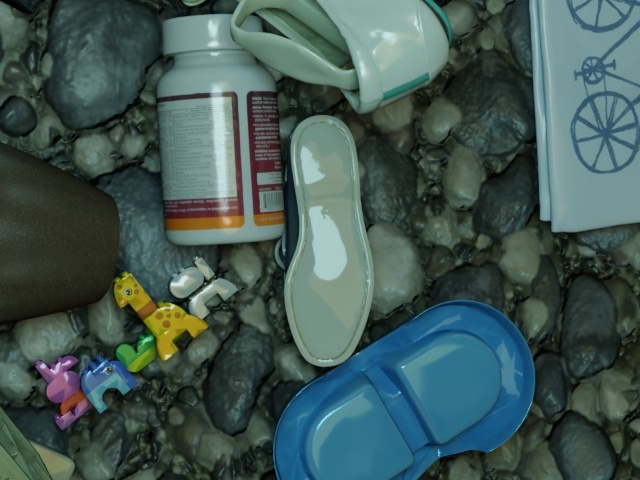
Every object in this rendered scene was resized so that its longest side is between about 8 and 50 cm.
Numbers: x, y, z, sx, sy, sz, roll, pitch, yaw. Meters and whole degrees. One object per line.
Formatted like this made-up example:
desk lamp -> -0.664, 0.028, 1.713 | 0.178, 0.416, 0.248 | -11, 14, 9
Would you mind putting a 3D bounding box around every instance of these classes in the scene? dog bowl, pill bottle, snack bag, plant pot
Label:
dog bowl -> 0.080, 0.177, 1.556 | 0.297, 0.074, 0.166 | -32, 99, -11
pill bottle -> -0.101, -0.108, 1.474 | 0.121, 0.121, 0.221 | -4, 92, -14
snack bag -> 0.391, -0.184, 1.639 | 0.343, 0.037, 0.323 | -6, 94, -17
plant pot -> -0.315, -0.006, 1.399 | 0.230, 0.215, 0.215 | 7, 90, -27

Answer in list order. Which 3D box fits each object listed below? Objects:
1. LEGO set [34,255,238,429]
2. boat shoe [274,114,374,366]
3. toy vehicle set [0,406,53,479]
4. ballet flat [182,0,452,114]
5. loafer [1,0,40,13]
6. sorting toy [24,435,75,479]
LEGO set -> -0.192, 0.085, 1.478 | 0.227, 0.087, 0.093 | -39, 101, -11
boat shoe -> 0.000, 0.000, 1.524 | 0.095, 0.079, 0.254 | -7, 90, -5
toy vehicle set -> -0.296, 0.156, 1.267 | 0.035, 0.166, 0.267 | -35, 128, -8
ballet flat -> -0.062, -0.250, 1.386 | 0.400, 0.139, 0.139 | 37, 82, 21
loafer -> -0.331, -0.292, 1.443 | 0.170, 0.062, 0.061 | 44, 77, -13
sorting toy -> -0.409, 0.271, 1.429 | 0.255, 0.089, 0.257 | 26, 86, -13
